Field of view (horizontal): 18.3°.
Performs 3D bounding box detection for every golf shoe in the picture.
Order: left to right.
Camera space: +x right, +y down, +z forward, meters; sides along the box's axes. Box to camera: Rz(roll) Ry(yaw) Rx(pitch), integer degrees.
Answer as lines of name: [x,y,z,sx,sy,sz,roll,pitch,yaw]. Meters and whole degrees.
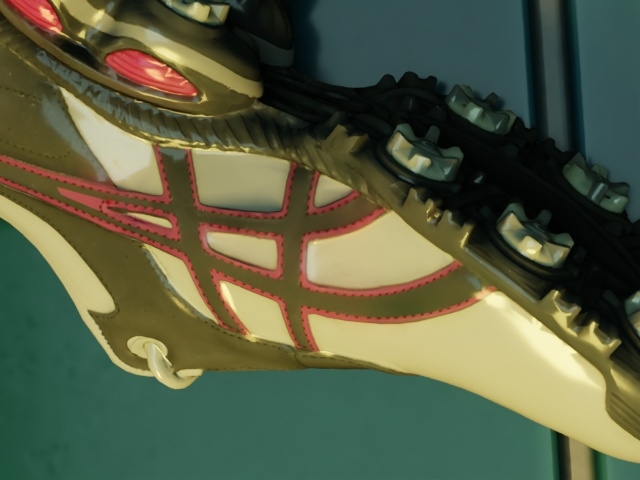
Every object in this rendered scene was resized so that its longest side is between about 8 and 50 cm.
golf shoe: [0.000,0.000,0.607,0.273,0.105,0.120,33,112,13]
